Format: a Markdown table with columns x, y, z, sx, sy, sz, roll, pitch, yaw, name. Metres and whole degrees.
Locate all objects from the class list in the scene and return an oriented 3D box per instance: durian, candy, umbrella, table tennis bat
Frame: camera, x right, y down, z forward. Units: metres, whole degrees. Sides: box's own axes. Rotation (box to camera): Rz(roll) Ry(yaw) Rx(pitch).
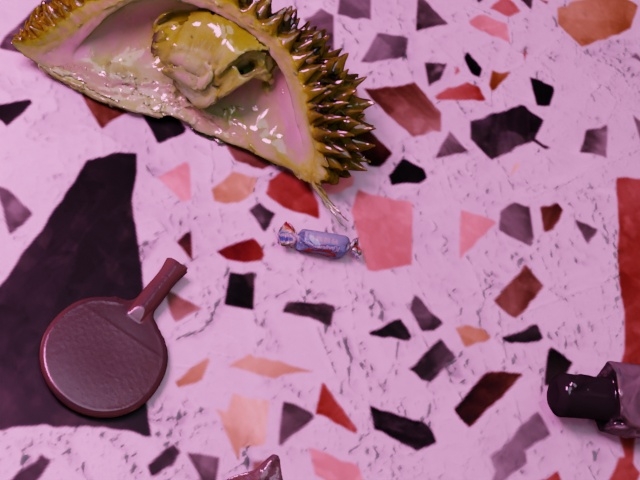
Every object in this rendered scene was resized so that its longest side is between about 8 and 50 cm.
| x | y | z | sx | sy | sz | roll | pitch | yaw | name |
| --- | --- | --- | --- | --- | --- | --- | --- | --- | --- |
| -0.098 | -0.170 | 1.391 | 0.356 | 0.157 | 0.169 | 27 | 92 | -3 | durian |
| 0.000 | 0.000 | 1.358 | 0.083 | 0.020 | 0.030 | 7 | 61 | -17 | candy |
| 0.376 | 0.162 | 1.377 | 0.337 | 0.067 | 0.073 | 8 | 48 | -14 | umbrella |
| -0.157 | 0.057 | 1.212 | 0.107 | 0.119 | 0.170 | 35 | 58 | 1 | table tennis bat |

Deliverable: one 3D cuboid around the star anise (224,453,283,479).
| x | y | z | sx | sy | sz | roll | pitch | yaw | name |
| --- | --- | --- | --- | --- | --- | --- | --- | --- | --- |
| -0.087 | 0.274 | 1.080 | 0.073 | 0.212 | 0.197 | 44 | 27 | -39 | star anise |
